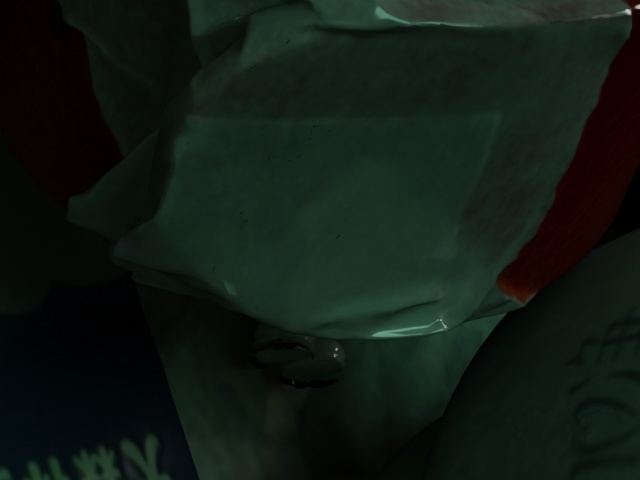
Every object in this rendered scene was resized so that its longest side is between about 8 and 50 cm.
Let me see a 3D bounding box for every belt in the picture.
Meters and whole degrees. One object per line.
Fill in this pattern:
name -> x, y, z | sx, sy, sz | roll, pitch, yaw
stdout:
belt -> 0.014, -0.098, 0.590 | 0.227, 0.115, 0.324 | 17, 34, -4

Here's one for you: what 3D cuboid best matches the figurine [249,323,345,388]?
figurine -> 0.000, 0.000, 0.667 | 0.060, 0.047, 0.106 | 21, 59, -24

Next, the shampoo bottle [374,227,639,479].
shampoo bottle -> 0.180, 0.137, 0.571 | 0.322, 0.317, 0.322 | 21, 58, -37

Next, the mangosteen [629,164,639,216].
mangosteen -> 0.213, -0.093, 0.769 | 0.302, 0.275, 0.275 | 30, 51, -10

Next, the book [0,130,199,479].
book -> -0.135, -0.011, 0.537 | 0.228, 0.018, 0.322 | -7, 74, -57
